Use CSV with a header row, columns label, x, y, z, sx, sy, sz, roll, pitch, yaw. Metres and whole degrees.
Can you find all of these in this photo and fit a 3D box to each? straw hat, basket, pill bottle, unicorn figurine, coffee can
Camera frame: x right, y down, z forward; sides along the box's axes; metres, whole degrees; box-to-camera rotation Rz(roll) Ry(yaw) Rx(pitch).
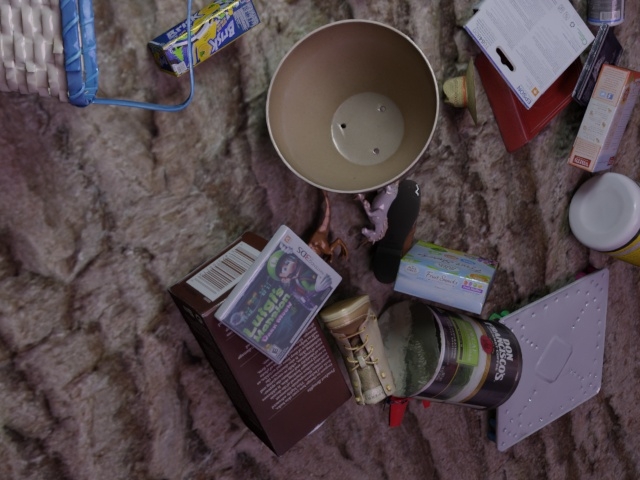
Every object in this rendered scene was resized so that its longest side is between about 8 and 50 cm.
label,x,y,z,sx,sy,sz,roll,pitch,yaw
straw hat,0.272,-0.291,1.715,0.061,0.144,0.145,-4,119,9
basket,-0.311,-0.303,1.159,0.288,0.201,0.255,3,111,-5
pill bottle,0.611,-0.533,1.864,0.078,0.078,0.137,-23,122,-28
unicorn figurine,0.108,-0.067,1.695,0.162,0.060,0.111,-53,130,-6
coffee can,0.267,0.248,1.860,0.275,0.201,0.202,16,99,-40
pill bottle,0.770,-0.036,2.128,0.333,0.188,0.188,17,99,-40

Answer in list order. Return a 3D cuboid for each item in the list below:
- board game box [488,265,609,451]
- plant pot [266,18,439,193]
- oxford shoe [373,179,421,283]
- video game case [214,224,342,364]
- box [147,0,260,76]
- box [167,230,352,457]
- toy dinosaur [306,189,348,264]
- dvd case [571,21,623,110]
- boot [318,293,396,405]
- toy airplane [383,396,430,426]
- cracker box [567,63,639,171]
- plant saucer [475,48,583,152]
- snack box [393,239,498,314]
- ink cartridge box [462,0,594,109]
label,x,y,z,sx,sy,sz,roll,pitch,yaw
board game box,0.575,0.293,2.214,0.389,0.050,0.390,-21,120,-29
plant pot,0.067,-0.211,1.496,0.284,0.284,0.191,-62,168,2
oxford shoe,0.157,-0.020,1.761,0.076,0.076,0.212,-9,116,-68
video game case,-0.067,0.095,1.478,0.190,0.022,0.173,-53,131,-8
box,-0.180,-0.324,1.364,0.169,0.059,0.054,-37,126,-19
box,-0.101,0.192,1.599,0.191,0.143,0.382,-37,125,-20
toy dinosaur,0.000,0.000,1.640,0.112,0.064,0.212,25,93,-40
dvd case,0.611,-0.371,1.922,0.221,0.018,0.165,5,107,-63
boot,0.073,0.209,1.640,0.095,0.262,0.204,-16,84,6
toy airplane,0.201,0.355,1.970,0.151,0.028,0.151,-15,116,-32
cracker box,0.644,-0.275,1.968,0.155,0.067,0.232,-12,122,-58
plant saucer,0.464,-0.352,1.852,0.258,0.047,0.259,-42,130,-15
snack box,0.253,0.068,1.732,0.207,0.174,0.070,-37,141,-70
ink cartridge box,0.408,-0.412,1.737,0.224,0.045,0.223,-46,108,-13
